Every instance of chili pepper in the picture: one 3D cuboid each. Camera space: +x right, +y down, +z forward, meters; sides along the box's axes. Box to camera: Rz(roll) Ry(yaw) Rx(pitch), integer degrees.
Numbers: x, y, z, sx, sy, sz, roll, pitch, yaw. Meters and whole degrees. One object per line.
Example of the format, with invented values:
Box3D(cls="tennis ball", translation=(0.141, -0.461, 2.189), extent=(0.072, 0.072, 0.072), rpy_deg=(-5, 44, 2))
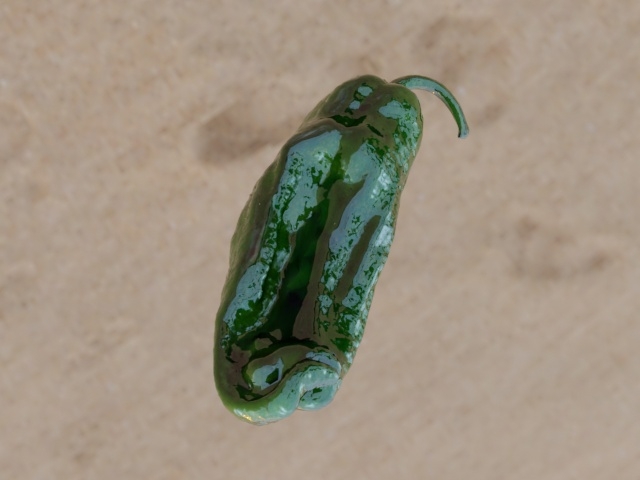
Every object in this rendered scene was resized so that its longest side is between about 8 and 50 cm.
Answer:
Box3D(cls="chili pepper", translation=(0.003, -0.002, 1.089), extent=(0.074, 0.100, 0.257), rpy_deg=(72, 32, -53))
